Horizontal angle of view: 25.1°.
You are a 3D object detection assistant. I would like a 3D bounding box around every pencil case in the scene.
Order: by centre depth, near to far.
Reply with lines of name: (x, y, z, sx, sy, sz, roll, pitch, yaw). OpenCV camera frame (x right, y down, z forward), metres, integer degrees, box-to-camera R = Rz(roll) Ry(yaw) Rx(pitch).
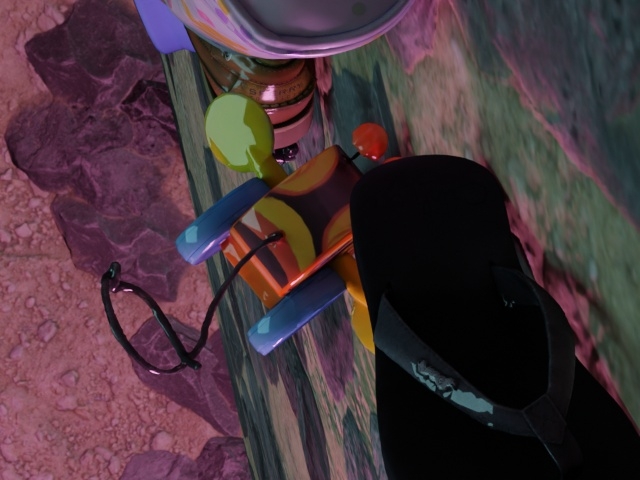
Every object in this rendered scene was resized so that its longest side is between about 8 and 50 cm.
pencil case: (-0.021, -0.160, 0.782, 0.113, 0.124, 0.273, 33, -178, -13)

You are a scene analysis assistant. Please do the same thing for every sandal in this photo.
sandal: (0.060, 0.040, 0.595, 0.254, 0.097, 0.054, -112, 12, -48)

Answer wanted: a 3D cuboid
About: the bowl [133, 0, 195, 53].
bowl: (-0.177, -0.369, 1.429, 0.391, 0.077, 0.391, -16, -90, -89)

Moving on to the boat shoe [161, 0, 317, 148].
boat shoe: (-0.075, -0.218, 1.125, 0.104, 0.110, 0.307, 96, 150, -56)

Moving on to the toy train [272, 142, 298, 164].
toy train: (-0.054, -0.144, 1.284, 0.027, 0.036, 0.158, 172, 85, -82)

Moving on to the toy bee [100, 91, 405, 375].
toy bee: (0.000, 0.000, 0.890, 0.195, 0.162, 0.298, 47, -165, -17)
